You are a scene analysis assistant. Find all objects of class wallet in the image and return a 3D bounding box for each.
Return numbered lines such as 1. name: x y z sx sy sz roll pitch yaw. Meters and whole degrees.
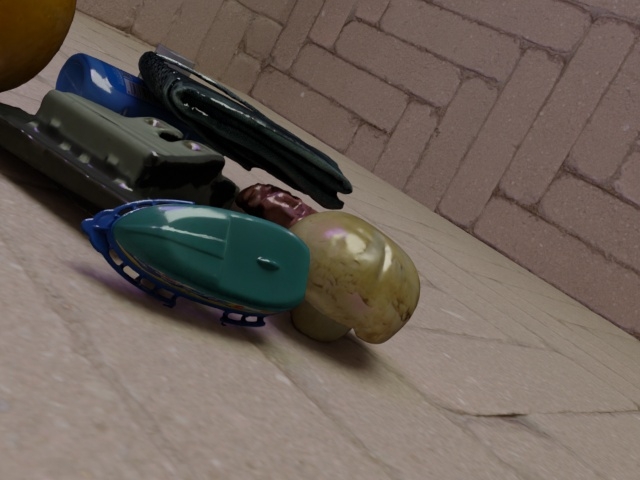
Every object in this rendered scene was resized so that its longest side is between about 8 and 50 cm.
1. wallet: -0.113 -0.145 0.935 0.237 0.075 0.342 30 8 -27

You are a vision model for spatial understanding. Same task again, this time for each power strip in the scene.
1. power strip: -0.183 -0.079 0.731 0.257 0.092 0.251 32 12 23

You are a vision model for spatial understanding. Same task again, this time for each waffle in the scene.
1. waffle: 0.000 0.000 0.865 0.221 0.055 0.234 35 2 13

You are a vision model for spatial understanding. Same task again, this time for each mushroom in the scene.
1. mushroom: 0.022 0.035 0.673 0.148 0.112 0.148 30 8 -5

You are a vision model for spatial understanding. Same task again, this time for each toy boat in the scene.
1. toy boat: -0.105 0.015 0.578 0.175 0.091 0.110 18 -19 -32

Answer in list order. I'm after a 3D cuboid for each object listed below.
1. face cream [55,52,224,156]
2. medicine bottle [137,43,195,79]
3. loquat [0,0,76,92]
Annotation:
1. face cream: -0.242 -0.180 1.075 0.263 0.083 0.149 19 22 -43
2. medicine bottle: -0.260 -0.243 1.202 0.080 0.130 0.080 27 11 -6
3. loquat: -0.370 -0.256 0.713 0.263 0.263 0.263 28 10 -6
